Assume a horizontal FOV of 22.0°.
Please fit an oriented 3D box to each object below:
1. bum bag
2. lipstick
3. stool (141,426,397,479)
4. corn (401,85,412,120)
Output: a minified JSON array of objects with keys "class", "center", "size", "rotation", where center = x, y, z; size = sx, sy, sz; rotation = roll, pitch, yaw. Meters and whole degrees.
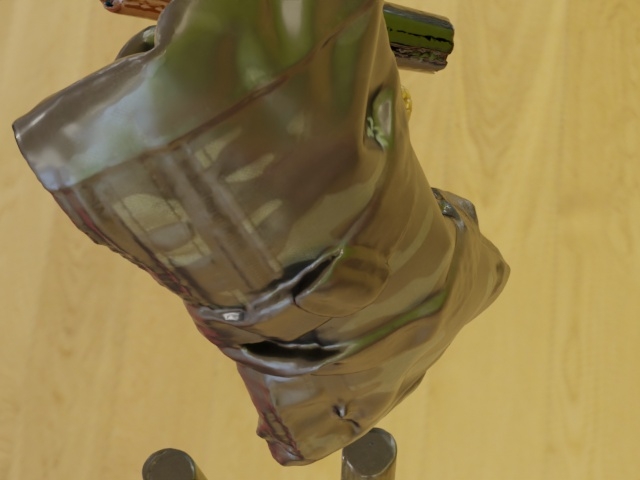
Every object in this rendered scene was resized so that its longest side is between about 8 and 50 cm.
[{"class":"bum bag","center":[0.000,0.000,0.669],"size":[0.144,0.340,0.095],"rotation":[-33,58,-2]},{"class":"lipstick","center":[-0.049,-0.240,1.729],"size":[0.077,0.418,0.077],"rotation":[-25,61,59]},{"class":"stool","center":[-0.027,0.375,1.732],"size":[0.310,0.226,0.310],"rotation":[-5,57,6]},{"class":"corn","center":[0.039,-0.093,1.677],"size":[0.068,0.207,0.068],"rotation":[8,61,-14]}]
